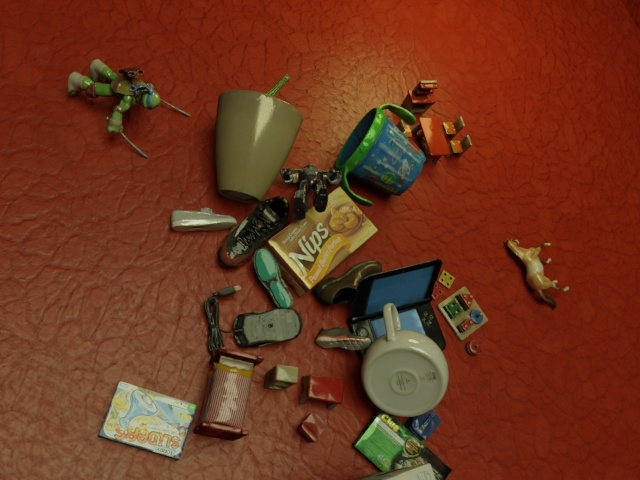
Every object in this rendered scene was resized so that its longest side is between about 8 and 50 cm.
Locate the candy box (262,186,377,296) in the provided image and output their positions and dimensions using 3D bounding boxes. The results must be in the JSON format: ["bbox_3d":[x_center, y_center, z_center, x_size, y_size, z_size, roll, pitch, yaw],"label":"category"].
[{"bbox_3d":[0.000,0.000,1.863,0.316,0.087,0.183,-39,86,-30],"label":"candy box"}]

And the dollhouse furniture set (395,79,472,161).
[{"bbox_3d":[0.378,-0.408,2.167,0.262,0.135,0.259,-7,71,-25],"label":"dollhouse furniture set"}]

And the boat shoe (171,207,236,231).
[{"bbox_3d":[-0.332,-0.063,1.775,0.184,0.066,0.063,-5,71,-14],"label":"boat shoe"}]

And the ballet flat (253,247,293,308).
[{"bbox_3d":[-0.138,0.113,1.771,0.070,0.070,0.188,-21,85,-28],"label":"ballet flat"}]

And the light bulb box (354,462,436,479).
[{"bbox_3d":[0.059,0.689,1.432,0.361,0.358,0.225,-9,70,-26],"label":"light bulb box"}]

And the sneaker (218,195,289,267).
[{"bbox_3d":[-0.183,-0.034,1.777,0.097,0.135,0.276,45,60,-1],"label":"sneaker"}]

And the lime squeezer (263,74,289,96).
[{"bbox_3d":[-0.184,-0.457,1.986,0.059,0.110,0.310,24,29,7],"label":"lime squeezer"}]

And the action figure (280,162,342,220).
[{"bbox_3d":[-0.026,-0.170,1.867,0.185,0.099,0.285,-7,30,2],"label":"action figure"}]

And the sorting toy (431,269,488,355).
[{"bbox_3d":[0.453,0.218,1.979,0.132,0.046,0.274,-29,80,-30],"label":"sorting toy"}]

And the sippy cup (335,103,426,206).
[{"bbox_3d":[0.201,-0.264,1.985,0.224,0.305,0.240,32,20,-13],"label":"sippy cup"}]

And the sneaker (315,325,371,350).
[{"bbox_3d":[0.066,0.267,1.762,0.158,0.061,0.065,2,50,13],"label":"sneaker"}]

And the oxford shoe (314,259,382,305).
[{"bbox_3d":[0.102,0.133,1.834,0.227,0.083,0.096,-28,39,-24],"label":"oxford shoe"}]

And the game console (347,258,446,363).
[{"bbox_3d":[0.245,0.219,1.820,0.293,0.173,0.250,-12,73,-25],"label":"game console"}]

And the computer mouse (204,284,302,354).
[{"bbox_3d":[-0.190,0.208,1.715,0.262,0.060,0.184,-12,77,-14],"label":"computer mouse"}]

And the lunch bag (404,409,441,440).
[{"bbox_3d":[0.294,0.517,1.772,0.067,0.065,0.098,47,60,2],"label":"lunch bag"}]

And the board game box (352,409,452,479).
[{"bbox_3d":[0.225,0.596,1.716,0.259,0.030,0.136,43,74,-1],"label":"board game box"}]

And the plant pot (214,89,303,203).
[{"bbox_3d":[-0.206,-0.256,1.821,0.256,0.256,0.274,16,78,-15],"label":"plant pot"}]

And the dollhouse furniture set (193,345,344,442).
[{"bbox_3d":[-0.116,0.415,1.597,0.374,0.152,0.201,15,63,-16],"label":"dollhouse furniture set"}]

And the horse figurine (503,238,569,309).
[{"bbox_3d":[0.748,0.105,2.139,0.174,0.066,0.263,0,66,-29],"label":"horse figurine"}]

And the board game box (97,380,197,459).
[{"bbox_3d":[-0.420,0.441,1.529,0.201,0.035,0.136,21,62,-13],"label":"board game box"}]

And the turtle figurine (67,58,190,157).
[{"bbox_3d":[-0.567,-0.389,1.794,0.266,0.275,0.198,28,82,13],"label":"turtle figurine"}]

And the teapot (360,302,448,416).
[{"bbox_3d":[0.231,0.339,1.718,0.252,0.256,0.187,27,22,0],"label":"teapot"}]
